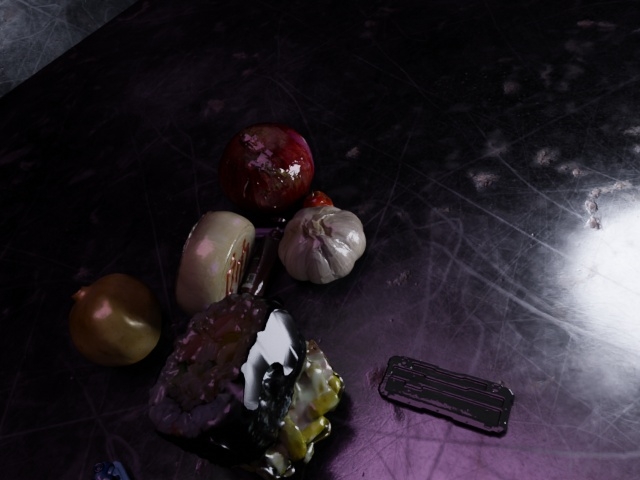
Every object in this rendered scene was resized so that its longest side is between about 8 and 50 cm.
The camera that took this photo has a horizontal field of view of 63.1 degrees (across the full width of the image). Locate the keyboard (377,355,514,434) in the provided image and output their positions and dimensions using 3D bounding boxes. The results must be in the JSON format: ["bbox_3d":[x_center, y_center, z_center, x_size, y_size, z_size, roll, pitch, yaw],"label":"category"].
[{"bbox_3d":[0.250,0.307,1.056,0.262,0.016,0.106,11,57,26],"label":"keyboard"}]

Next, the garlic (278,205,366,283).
[{"bbox_3d":[0.001,0.003,1.305,0.227,0.152,0.228,-13,46,13],"label":"garlic"}]

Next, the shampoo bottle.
[{"bbox_3d":[-0.143,0.044,1.366,0.068,0.067,0.237,17,63,9],"label":"shampoo bottle"}]

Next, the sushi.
[{"bbox_3d":[-0.145,0.304,1.045,0.328,0.285,0.328,-18,39,34],"label":"sushi"}]

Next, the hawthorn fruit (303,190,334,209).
[{"bbox_3d":[-0.007,-0.095,1.429,0.092,0.093,0.093,-10,49,12],"label":"hawthorn fruit"}]

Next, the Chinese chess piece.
[{"bbox_3d":[-0.251,0.062,1.265,0.112,0.270,0.270,16,57,6],"label":"Chinese chess piece"}]

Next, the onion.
[{"bbox_3d":[-0.153,-0.207,1.466,0.275,0.276,0.277,-10,49,12],"label":"onion"}]

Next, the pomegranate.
[{"bbox_3d":[-0.502,0.198,1.285,0.232,0.233,0.233,-10,49,12],"label":"pomegranate"}]

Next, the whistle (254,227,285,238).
[{"bbox_3d":[-0.136,-0.020,1.451,0.176,0.033,0.033,0,52,20],"label":"whistle"}]

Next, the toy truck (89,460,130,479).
[{"bbox_3d":[-0.439,0.512,1.108,0.089,0.056,0.073,2,46,5],"label":"toy truck"}]
